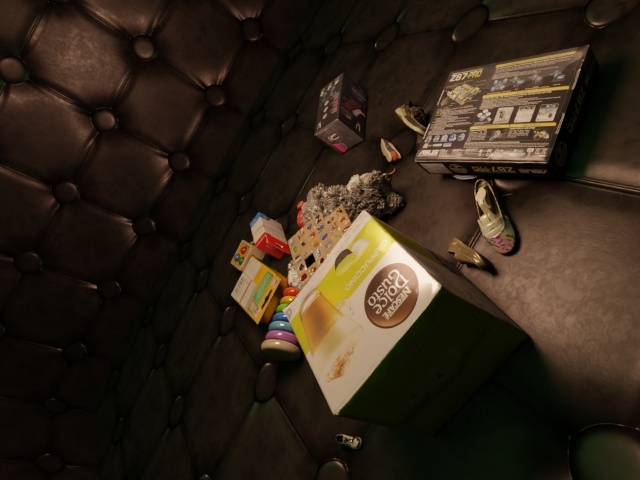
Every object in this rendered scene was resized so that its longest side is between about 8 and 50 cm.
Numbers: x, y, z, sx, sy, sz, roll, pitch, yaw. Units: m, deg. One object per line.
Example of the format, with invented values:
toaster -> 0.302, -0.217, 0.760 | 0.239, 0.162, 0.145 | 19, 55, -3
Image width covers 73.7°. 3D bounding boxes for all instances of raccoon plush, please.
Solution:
raccoon plush -> 0.096, -0.030, 1.416 | 0.299, 0.216, 0.447 | -8, 62, 45

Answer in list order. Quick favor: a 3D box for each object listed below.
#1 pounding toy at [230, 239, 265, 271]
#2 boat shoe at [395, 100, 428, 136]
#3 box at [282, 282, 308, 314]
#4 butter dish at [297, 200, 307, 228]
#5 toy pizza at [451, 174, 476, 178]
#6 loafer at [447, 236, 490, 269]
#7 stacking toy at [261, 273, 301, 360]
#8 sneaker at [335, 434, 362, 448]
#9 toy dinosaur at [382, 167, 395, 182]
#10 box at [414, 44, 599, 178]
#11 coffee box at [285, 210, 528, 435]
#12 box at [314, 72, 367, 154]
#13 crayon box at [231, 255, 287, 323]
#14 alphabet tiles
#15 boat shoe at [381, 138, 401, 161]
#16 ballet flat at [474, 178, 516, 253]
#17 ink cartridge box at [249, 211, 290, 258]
pounding toy -> -0.354, 0.046, 2.044 | 0.206, 0.094, 0.181 | 24, 86, 56
boat shoe -> 0.329, -0.433, 1.493 | 0.073, 0.080, 0.224 | -53, 30, 22
box -> 0.047, 0.144, 1.307 | 0.262, 0.127, 0.231 | -44, -7, 23
butter dish -> -0.042, -0.113, 1.707 | 0.159, 0.118, 0.160 | -34, 30, 34
toy pizza -> 0.455, -0.264, 1.245 | 0.201, 0.032, 0.202 | -27, 49, 36
loafer -> 0.383, 0.042, 1.111 | 0.050, 0.056, 0.148 | -55, 24, 11
stacking toy -> -0.106, 0.259, 1.555 | 0.141, 0.141, 0.331 | -22, 43, 43
sneaker -> 0.076, 0.551, 1.170 | 0.083, 0.036, 0.032 | -18, 51, 44
toy dinosaur -> 0.222, -0.220, 1.539 | 0.090, 0.047, 0.082 | -34, 18, -18
box -> 0.480, -0.332, 1.156 | 0.394, 0.097, 0.319 | 13, 79, 51
coffee box -> 0.185, 0.196, 1.005 | 0.338, 0.338, 0.334 | -54, 35, 13
box -> 0.090, -0.533, 1.802 | 0.143, 0.165, 0.271 | -23, 49, 42
crayon box -> -0.248, 0.212, 1.798 | 0.322, 0.083, 0.203 | 27, 89, 57
alphabet tiles -> 0.000, 0.000, 1.329 | 0.237, 0.009, 0.198 | -40, 44, 21
boat shoe -> 0.253, -0.330, 1.555 | 0.043, 0.049, 0.137 | -12, 41, -4
ballet flat -> 0.433, -0.068, 1.096 | 0.076, 0.079, 0.222 | -32, 44, 36
ink cartridge box -> -0.222, -0.010, 1.873 | 0.078, 0.134, 0.231 | -47, 36, 19
